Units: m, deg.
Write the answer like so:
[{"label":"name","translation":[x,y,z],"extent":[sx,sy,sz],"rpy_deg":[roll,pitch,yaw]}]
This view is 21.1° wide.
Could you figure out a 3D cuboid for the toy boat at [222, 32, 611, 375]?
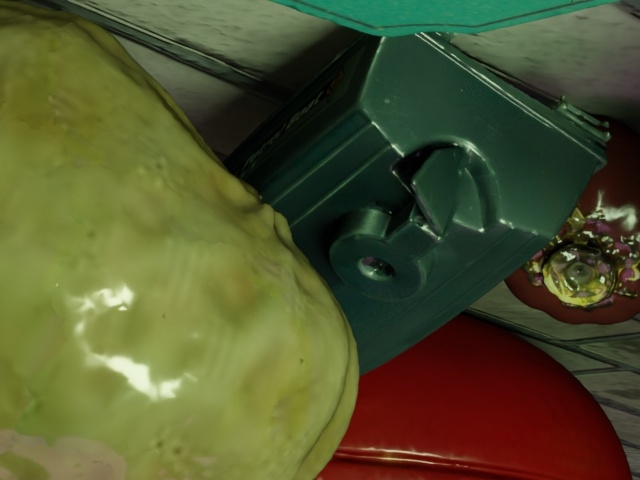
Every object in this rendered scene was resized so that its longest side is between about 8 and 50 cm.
[{"label":"toy boat","translation":[0.002,-0.003,0.781],"extent":[0.114,0.122,0.296],"rpy_deg":[34,146,-13]}]

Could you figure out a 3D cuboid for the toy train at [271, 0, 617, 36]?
[{"label":"toy train","translation":[0.042,-0.114,0.421],"extent":[0.198,0.107,0.154],"rpy_deg":[-8,166,42]}]

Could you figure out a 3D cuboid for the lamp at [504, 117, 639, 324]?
[{"label":"lamp","translation":[0.122,-0.009,0.782],"extent":[0.101,0.090,0.101],"rpy_deg":[7,126,10]}]

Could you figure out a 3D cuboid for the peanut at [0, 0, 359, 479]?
[{"label":"peanut","translation":[-0.164,-0.011,0.651],"extent":[0.387,0.192,0.169],"rpy_deg":[25,-167,-3]}]

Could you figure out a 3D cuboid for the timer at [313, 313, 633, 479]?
[{"label":"timer","translation":[0.027,0.189,1.179],"extent":[0.378,0.279,0.378],"rpy_deg":[5,162,2]}]
